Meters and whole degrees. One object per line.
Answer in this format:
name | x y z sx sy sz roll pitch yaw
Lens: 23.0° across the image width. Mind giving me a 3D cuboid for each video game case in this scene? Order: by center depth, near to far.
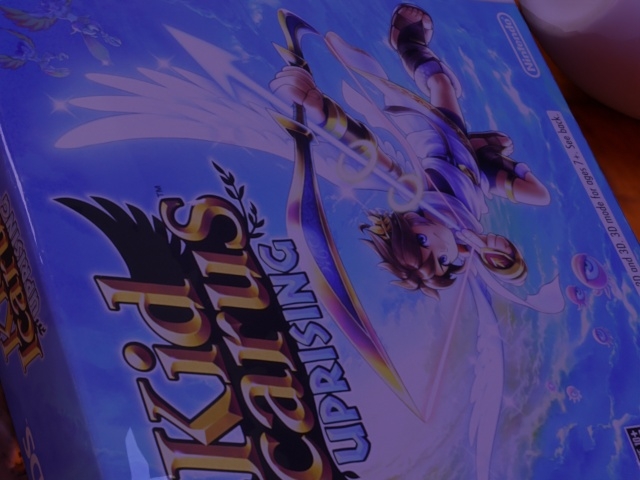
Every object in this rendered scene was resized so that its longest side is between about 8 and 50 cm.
video game case | 0.000 0.000 0.568 0.244 0.061 0.269 -4 57 -31

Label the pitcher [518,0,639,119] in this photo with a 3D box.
pitcher | 0.184 -0.121 0.742 0.207 0.125 0.178 14 28 -33
